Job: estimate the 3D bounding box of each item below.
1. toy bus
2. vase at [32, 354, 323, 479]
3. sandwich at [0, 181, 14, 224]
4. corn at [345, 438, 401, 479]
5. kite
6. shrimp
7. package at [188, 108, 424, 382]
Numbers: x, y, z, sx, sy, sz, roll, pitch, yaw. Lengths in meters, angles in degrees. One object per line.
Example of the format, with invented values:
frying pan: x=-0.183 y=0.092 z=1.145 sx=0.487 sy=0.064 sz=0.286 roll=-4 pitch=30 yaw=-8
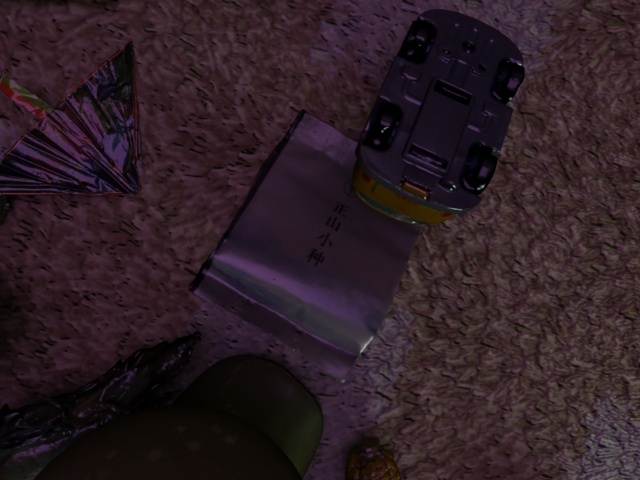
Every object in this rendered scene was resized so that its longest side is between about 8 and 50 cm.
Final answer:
toy bus: x=0.113 y=-0.117 z=0.499 sx=0.126 sy=0.136 sz=0.209 roll=23 pitch=73 yaw=-1
vase: x=-0.142 y=0.281 z=0.422 sx=0.241 sy=0.302 sz=0.329 roll=39 pitch=94 yaw=0
sandwich: x=-0.388 y=-0.064 z=0.525 sx=0.093 sy=0.036 sz=0.104 roll=-8 pitch=91 yaw=-3
corn: x=0.066 y=0.333 z=0.550 sx=0.068 sy=0.068 sz=0.207 roll=-6 pitch=91 yaw=-4
kite: x=-0.269 y=-0.124 z=0.535 sx=0.183 sy=0.014 sz=0.241 roll=38 pitch=80 yaw=-15
shrimp: x=-0.329 y=0.178 z=0.459 sx=0.445 sy=0.085 sz=0.272 roll=-24 pitch=137 yaw=-11
package: x=0.000 y=0.000 z=0.548 sx=0.204 sy=0.062 sz=0.250 roll=31 pitch=76 yaw=-4
